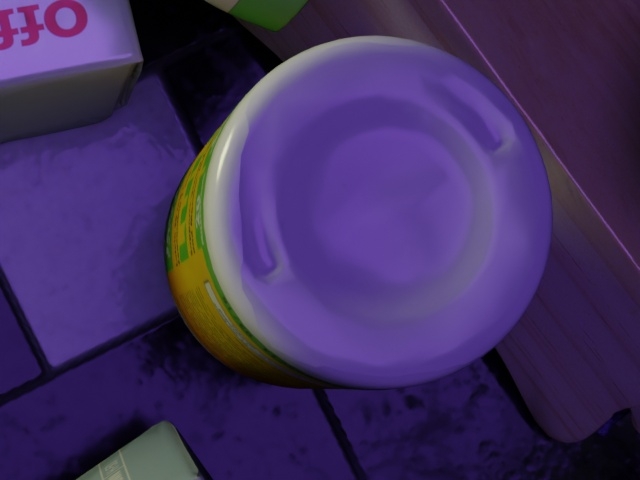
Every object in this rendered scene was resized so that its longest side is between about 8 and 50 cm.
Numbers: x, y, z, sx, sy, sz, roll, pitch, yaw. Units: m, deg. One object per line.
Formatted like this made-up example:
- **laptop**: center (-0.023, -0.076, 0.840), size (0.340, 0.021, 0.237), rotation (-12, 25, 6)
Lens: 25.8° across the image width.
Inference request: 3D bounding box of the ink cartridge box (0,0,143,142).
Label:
- **ink cartridge box**: center (-0.219, -0.189, 0.672), size (0.211, 0.121, 0.289), rotation (-14, 88, -14)

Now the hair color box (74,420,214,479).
- **hair color box**: center (-0.165, 0.268, 0.613), size (0.374, 0.113, 0.185), rotation (-35, 103, -7)

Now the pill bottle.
- **pill bottle**: center (0.000, 0.000, 0.639), size (0.136, 0.246, 0.136), rotation (1, 84, -12)

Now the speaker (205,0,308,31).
- **speaker**: center (-0.105, -0.218, 0.577), size (0.296, 0.131, 0.131), rotation (36, 78, -10)

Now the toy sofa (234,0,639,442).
- **toy sofa**: center (0.123, -0.079, 0.741), size (0.150, 0.177, 0.362), rotation (-40, 94, -38)
